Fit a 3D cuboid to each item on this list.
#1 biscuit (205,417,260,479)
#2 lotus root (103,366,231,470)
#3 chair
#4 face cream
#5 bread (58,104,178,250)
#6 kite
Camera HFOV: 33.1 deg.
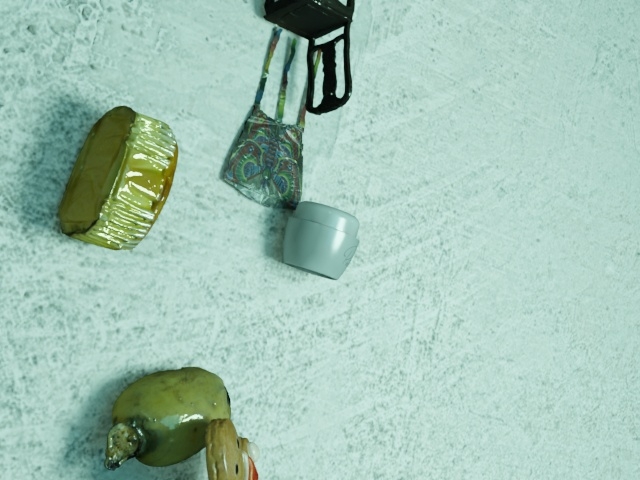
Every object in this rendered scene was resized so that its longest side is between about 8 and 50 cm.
[{"bbox_3d":[-0.105,0.370,1.485,0.205,0.049,0.324,-90,169,-54],"label":"biscuit"},{"bbox_3d":[-0.215,0.245,1.483,0.221,0.125,0.118,-18,127,-43],"label":"lotus root"},{"bbox_3d":[-0.015,-0.321,1.652,0.113,0.106,0.229,18,68,-37],"label":"chair"},{"bbox_3d":[0.000,0.000,1.669,0.117,0.117,0.104,21,83,-37],"label":"face cream"},{"bbox_3d":[-0.264,-0.079,1.447,0.114,0.132,0.190,23,77,-38],"label":"bread"},{"bbox_3d":[-0.063,-0.192,1.690,0.152,0.015,0.285,23,75,-39],"label":"kite"}]
